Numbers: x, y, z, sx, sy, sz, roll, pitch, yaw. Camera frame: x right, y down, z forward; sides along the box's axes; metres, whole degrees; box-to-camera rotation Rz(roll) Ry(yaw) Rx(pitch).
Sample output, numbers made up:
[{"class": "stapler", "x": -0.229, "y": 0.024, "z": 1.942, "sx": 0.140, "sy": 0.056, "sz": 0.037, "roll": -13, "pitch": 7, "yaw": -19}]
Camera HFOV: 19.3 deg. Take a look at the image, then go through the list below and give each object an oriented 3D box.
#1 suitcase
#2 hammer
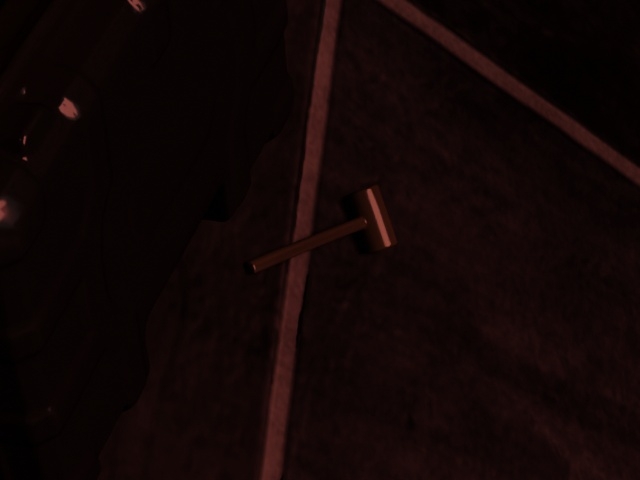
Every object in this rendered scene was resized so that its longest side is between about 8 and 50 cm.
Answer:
[{"class": "suitcase", "x": -0.090, "y": -0.044, "z": 0.817, "sx": 0.206, "sy": 0.066, "sz": 0.285, "roll": 87, "pitch": 22, "yaw": -48}, {"class": "hammer", "x": 0.000, "y": 0.000, "z": 1.013, "sx": 0.110, "sy": 0.019, "sz": 0.035, "roll": -22, "pitch": 94, "yaw": -47}]
